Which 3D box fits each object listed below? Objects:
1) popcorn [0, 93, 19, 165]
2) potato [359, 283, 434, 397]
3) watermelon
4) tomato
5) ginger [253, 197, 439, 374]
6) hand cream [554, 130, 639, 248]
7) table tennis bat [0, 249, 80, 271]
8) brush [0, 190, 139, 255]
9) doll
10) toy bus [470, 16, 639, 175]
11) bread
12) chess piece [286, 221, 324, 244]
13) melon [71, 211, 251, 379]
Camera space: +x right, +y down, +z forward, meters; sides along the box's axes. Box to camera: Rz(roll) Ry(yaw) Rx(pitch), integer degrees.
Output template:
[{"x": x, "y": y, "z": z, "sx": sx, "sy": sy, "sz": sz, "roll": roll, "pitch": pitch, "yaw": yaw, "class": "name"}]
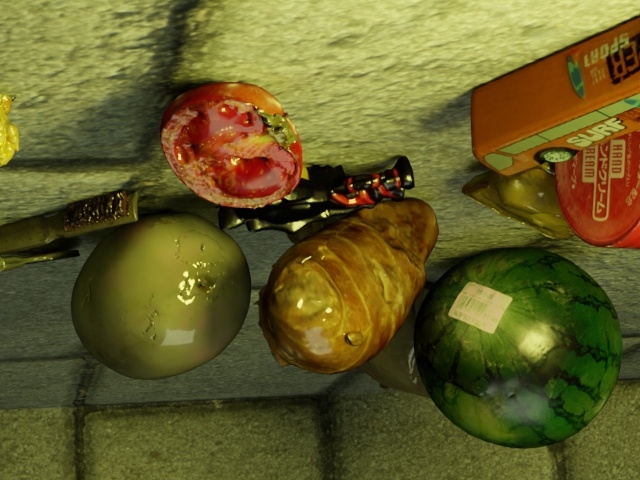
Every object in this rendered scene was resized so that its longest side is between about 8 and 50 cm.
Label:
[{"x": -0.339, "y": -0.120, "z": 1.391, "sx": 0.084, "sy": 0.084, "sz": 0.084, "roll": -4, "pitch": 166, "yaw": -1, "class": "popcorn"}, {"x": 0.114, "y": 0.196, "z": 2.476, "sx": 0.264, "sy": 0.211, "sz": 0.189, "roll": -10, "pitch": 166, "yaw": 35, "class": "potato"}, {"x": 0.324, "y": 0.174, "z": 2.201, "sx": 0.363, "sy": 0.363, "sz": 0.363, "roll": -4, "pitch": 166, "yaw": -1, "class": "watermelon"}, {"x": -0.091, "y": -0.117, "z": 1.431, "sx": 0.139, "sy": 0.091, "sz": 0.159, "roll": -23, "pitch": 131, "yaw": 27, "class": "tomato"}, {"x": 0.013, "y": 0.076, "z": 1.764, "sx": 0.254, "sy": 0.176, "sz": 0.418, "roll": -39, "pitch": -178, "yaw": 24, "class": "ginger"}, {"x": 0.359, "y": -0.083, "z": 1.492, "sx": 0.125, "sy": 0.193, "sz": 0.193, "roll": 0, "pitch": 165, "yaw": -26, "class": "hand cream"}, {"x": -0.423, "y": 0.031, "z": 1.913, "sx": 0.138, "sy": 0.022, "sz": 0.246, "roll": -9, "pitch": 180, "yaw": 5, "class": "table tennis bat"}, {"x": -0.348, "y": -0.024, "z": 1.801, "sx": 0.248, "sy": 0.043, "sz": 0.036, "roll": -12, "pitch": 157, "yaw": 29, "class": "brush"}, {"x": -0.010, "y": -0.059, "z": 1.700, "sx": 0.249, "sy": 0.088, "sz": 0.127, "roll": -12, "pitch": 146, "yaw": -6, "class": "doll"}, {"x": 0.314, "y": -0.164, "z": 1.363, "sx": 0.092, "sy": 0.093, "sz": 0.409, "roll": 17, "pitch": 154, "yaw": -37, "class": "toy bus"}, {"x": 0.290, "y": -0.065, "z": 1.690, "sx": 0.161, "sy": 0.088, "sz": 0.233, "roll": 18, "pitch": 173, "yaw": -15, "class": "bread"}, {"x": 0.000, "y": 0.000, "z": 1.953, "sx": 0.066, "sy": 0.066, "sz": 0.122, "roll": -11, "pitch": 161, "yaw": 24, "class": "chess piece"}, {"x": -0.221, "y": 0.078, "z": 1.867, "sx": 0.223, "sy": 0.223, "sz": 0.317, "roll": 4, "pitch": 164, "yaw": -29, "class": "melon"}]
